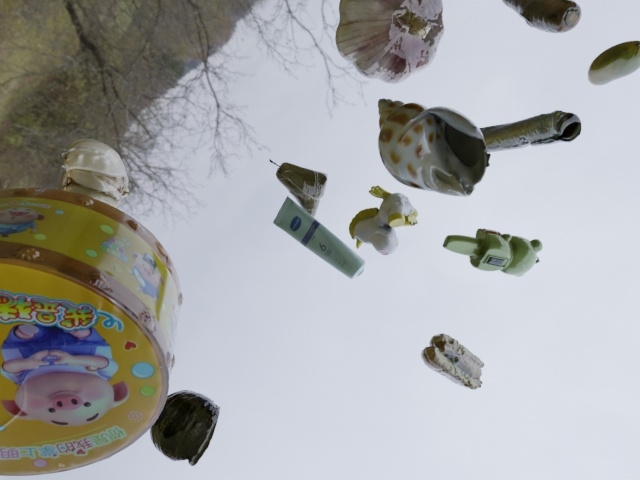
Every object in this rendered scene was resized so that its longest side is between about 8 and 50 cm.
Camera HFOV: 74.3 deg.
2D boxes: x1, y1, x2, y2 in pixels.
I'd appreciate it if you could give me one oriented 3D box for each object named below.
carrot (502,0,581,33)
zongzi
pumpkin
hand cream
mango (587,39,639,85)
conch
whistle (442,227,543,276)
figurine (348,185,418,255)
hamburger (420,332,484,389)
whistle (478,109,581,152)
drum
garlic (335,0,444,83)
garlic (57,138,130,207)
[{"bbox_3d":[0.465,-0.516,0.932,0.070,0.070,0.342,-40,-152,25],"label":"carrot"},{"bbox_3d":[-0.086,-0.144,1.293,0.081,0.188,0.178,-101,-152,-59],"label":"zongzi"},{"bbox_3d":[-0.262,0.342,0.797,0.119,0.107,0.183,-61,-166,-25],"label":"pumpkin"},{"bbox_3d":[0.000,0.000,1.288,0.109,0.320,0.067,-57,169,31],"label":"hand cream"},{"bbox_3d":[0.976,-0.584,1.402,0.191,0.122,0.086,-30,-127,60],"label":"mango"},{"bbox_3d":[0.210,-0.199,0.865,0.183,0.275,0.148,-50,175,24],"label":"conch"},{"bbox_3d":[0.485,0.029,1.188,0.106,0.288,0.131,-84,-172,-52],"label":"whistle"},{"bbox_3d":[0.140,-0.037,0.980,0.109,0.129,0.178,-34,160,-51],"label":"figurine"},{"bbox_3d":[0.434,0.414,1.430,0.130,0.262,0.124,-21,-142,47],"label":"hamburger"},{"bbox_3d":[0.442,-0.239,0.958,0.326,0.057,0.068,-144,-135,-76],"label":"whistle"},{"bbox_3d":[-0.439,0.142,0.656,0.431,0.431,0.214,-46,-153,15],"label":"drum"},{"bbox_3d":[0.162,-0.445,0.873,0.245,0.245,0.253,-49,-156,10],"label":"garlic"},{"bbox_3d":[-0.712,-0.197,1.354,0.281,0.203,0.185,-66,-157,23],"label":"garlic"}]
